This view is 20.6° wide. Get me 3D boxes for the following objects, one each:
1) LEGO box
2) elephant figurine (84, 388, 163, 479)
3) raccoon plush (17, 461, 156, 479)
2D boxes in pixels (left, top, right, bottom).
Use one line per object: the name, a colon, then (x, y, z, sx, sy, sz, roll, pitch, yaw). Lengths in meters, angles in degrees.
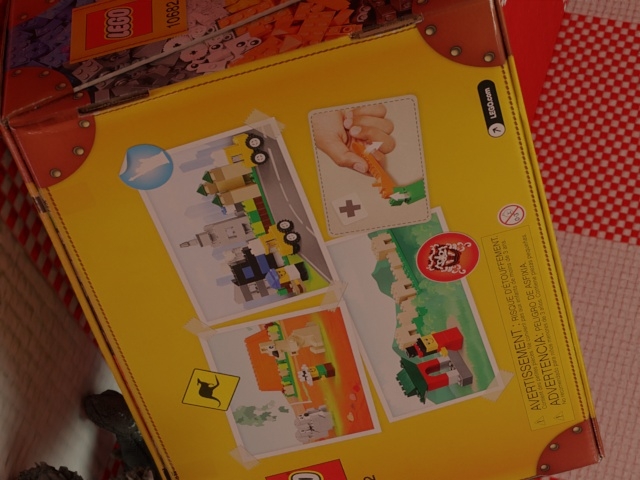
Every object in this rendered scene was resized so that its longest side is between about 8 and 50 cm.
LEGO box: (0.000, 0.000, 1.454, 0.193, 0.372, 0.500, -98, 172, -52)
elephant figurine: (-0.140, 0.255, 1.763, 0.239, 0.186, 0.169, 26, 82, -78)
raccoon plush: (-0.254, 0.327, 1.390, 0.446, 0.216, 0.299, 18, 76, -73)
